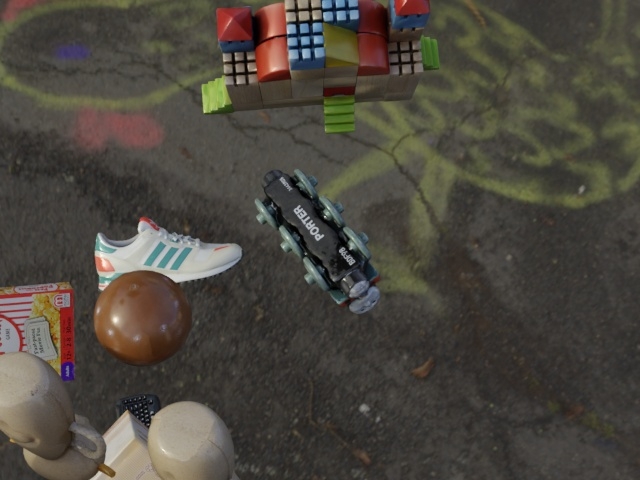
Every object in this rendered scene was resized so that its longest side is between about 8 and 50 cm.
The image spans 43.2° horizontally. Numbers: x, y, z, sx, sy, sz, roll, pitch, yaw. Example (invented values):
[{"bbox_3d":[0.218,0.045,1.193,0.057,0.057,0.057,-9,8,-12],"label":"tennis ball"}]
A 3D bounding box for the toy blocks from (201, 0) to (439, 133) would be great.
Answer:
[{"bbox_3d":[0.001,-0.278,1.173,0.382,0.261,0.190,-4,84,-1],"label":"toy blocks"}]

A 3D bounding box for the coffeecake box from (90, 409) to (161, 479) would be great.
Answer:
[{"bbox_3d":[-0.273,0.310,1.051,0.068,0.185,0.142,45,78,-11],"label":"coffeecake box"}]

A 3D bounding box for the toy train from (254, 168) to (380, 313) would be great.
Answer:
[{"bbox_3d":[0.000,0.000,1.579,0.142,0.190,0.334,-38,58,-2],"label":"toy train"}]

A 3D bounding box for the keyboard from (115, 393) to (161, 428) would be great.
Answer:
[{"bbox_3d":[-0.268,0.329,1.286,0.100,0.038,0.192,-9,59,-15],"label":"keyboard"}]

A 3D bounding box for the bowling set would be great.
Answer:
[{"bbox_3d":[-0.105,0.134,0.446,0.287,0.154,0.199,19,56,13],"label":"bowling set"}]

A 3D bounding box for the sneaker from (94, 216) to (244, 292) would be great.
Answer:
[{"bbox_3d":[-0.166,0.009,0.878,0.161,0.057,0.075,-11,98,-7],"label":"sneaker"}]

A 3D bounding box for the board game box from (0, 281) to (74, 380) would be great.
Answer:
[{"bbox_3d":[-0.462,0.142,1.181,0.194,0.146,0.045,-4,17,-25],"label":"board game box"}]
